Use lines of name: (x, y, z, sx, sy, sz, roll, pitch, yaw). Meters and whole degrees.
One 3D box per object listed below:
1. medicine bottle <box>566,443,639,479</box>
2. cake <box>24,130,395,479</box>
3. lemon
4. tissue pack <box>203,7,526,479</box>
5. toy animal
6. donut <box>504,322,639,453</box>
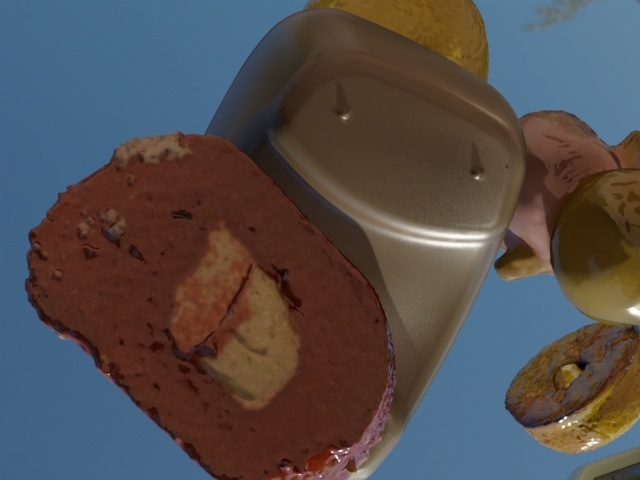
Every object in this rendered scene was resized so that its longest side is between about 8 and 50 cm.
medicine bottle: (0.388, 0.337, 1.751, 0.083, 0.229, 0.121, 117, 135, -80)
cake: (-0.063, 0.049, 0.949, 0.283, 0.177, 0.151, 41, 176, 15)
lemon: (0.075, -0.197, 1.515, 0.228, 0.253, 0.228, 11, 180, 0)
tissue pack: (0.000, 0.000, 1.205, 0.267, 0.387, 0.277, 22, -167, -11)
toy animal: (0.256, -0.016, 1.257, 0.169, 0.195, 0.281, 47, -179, -45)
donut: (0.299, 0.170, 1.538, 0.074, 0.190, 0.174, 48, -113, -14)
